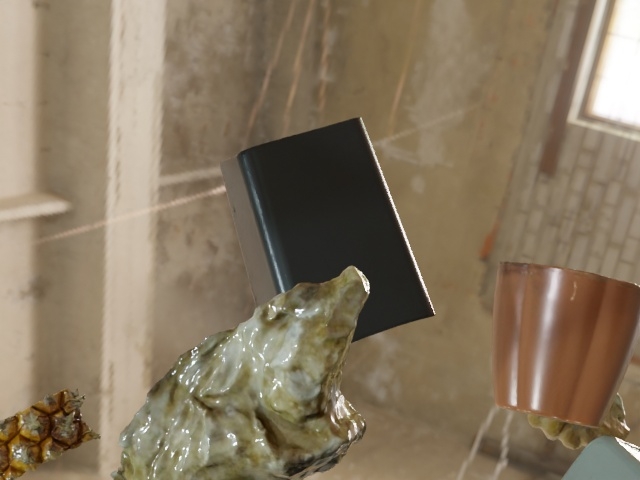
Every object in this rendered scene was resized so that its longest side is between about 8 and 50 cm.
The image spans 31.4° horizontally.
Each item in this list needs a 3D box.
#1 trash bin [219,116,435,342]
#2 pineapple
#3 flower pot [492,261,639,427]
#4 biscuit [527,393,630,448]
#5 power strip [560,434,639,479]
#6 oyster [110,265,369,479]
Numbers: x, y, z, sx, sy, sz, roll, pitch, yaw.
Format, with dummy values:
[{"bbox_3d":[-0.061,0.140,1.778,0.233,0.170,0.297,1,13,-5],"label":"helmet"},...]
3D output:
[{"bbox_3d":[0.000,0.000,1.219,0.165,0.115,0.225,-18,-89,-21],"label":"trash bin"},{"bbox_3d":[-0.392,0.263,1.396,0.135,0.233,0.079,-15,-103,-57],"label":"pineapple"},{"bbox_3d":[0.284,0.127,1.351,0.190,0.190,0.173,33,-111,-66],"label":"flower pot"},{"bbox_3d":[0.321,0.208,1.484,0.118,0.183,0.061,-36,9,12],"label":"biscuit"},{"bbox_3d":[0.279,0.232,0.849,0.059,0.265,0.193,27,-80,-27],"label":"power strip"},{"bbox_3d":[-0.067,0.161,0.886,0.341,0.110,0.166,-39,-29,16],"label":"oyster"}]
